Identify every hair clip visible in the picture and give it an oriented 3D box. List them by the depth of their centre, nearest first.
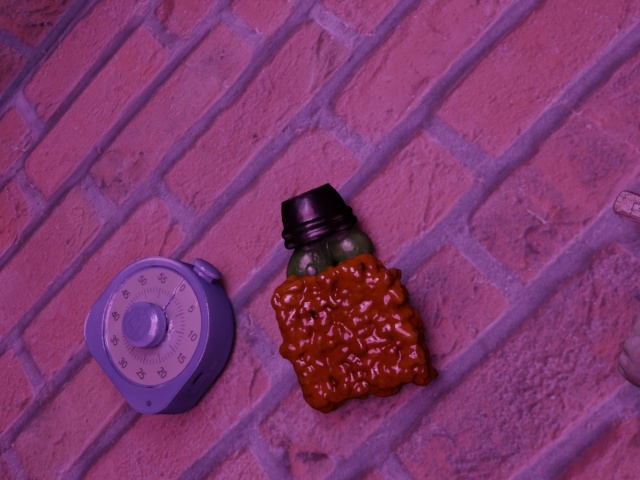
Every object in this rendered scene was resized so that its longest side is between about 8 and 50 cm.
[{"bbox_3d":[0.643,-0.055,1.205,0.137,0.022,0.054,28,100,41],"label":"hair clip"}]

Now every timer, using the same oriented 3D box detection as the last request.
[{"bbox_3d":[-0.394,0.207,1.551,0.395,0.173,0.394,-7,73,25],"label":"timer"}]

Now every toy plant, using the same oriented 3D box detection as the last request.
[{"bbox_3d":[0.000,0.000,1.431,0.218,0.175,0.235,-21,94,13],"label":"toy plant"}]

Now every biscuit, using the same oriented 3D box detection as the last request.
[{"bbox_3d":[0.062,0.199,1.334,0.312,0.110,0.318,-20,87,20],"label":"biscuit"}]

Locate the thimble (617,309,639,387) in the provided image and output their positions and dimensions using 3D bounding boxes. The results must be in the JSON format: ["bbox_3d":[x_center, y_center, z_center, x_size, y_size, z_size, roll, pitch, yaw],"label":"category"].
[{"bbox_3d":[0.637,0.163,1.019,0.195,0.291,0.291,37,94,33],"label":"thimble"}]
